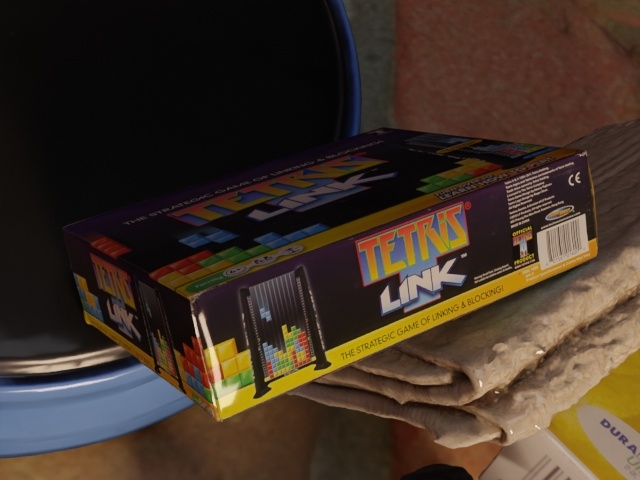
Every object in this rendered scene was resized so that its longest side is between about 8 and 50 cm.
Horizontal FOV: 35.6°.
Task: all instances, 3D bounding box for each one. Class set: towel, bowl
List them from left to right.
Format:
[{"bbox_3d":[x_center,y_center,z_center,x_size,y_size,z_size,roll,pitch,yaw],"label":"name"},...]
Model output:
[{"bbox_3d":[-0.159,-0.088,0.512,0.391,0.077,0.391,8,65,-16],"label":"bowl"},{"bbox_3d":[0.121,0.005,0.487,0.282,0.187,0.049,-30,104,-24],"label":"towel"}]

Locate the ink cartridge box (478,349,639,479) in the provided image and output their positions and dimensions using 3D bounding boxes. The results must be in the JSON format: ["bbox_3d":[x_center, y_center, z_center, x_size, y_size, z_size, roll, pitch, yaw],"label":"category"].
[{"bbox_3d":[0.276,0.133,0.448,0.307,0.072,0.303,-29,63,-37],"label":"ink cartridge box"}]

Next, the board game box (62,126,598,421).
[{"bbox_3d":[0.000,0.000,0.403,0.170,0.048,0.141,-20,20,-27],"label":"board game box"}]

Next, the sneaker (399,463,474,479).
[{"bbox_3d":[0.038,0.195,0.409,0.069,0.082,0.209,-11,32,35],"label":"sneaker"}]
